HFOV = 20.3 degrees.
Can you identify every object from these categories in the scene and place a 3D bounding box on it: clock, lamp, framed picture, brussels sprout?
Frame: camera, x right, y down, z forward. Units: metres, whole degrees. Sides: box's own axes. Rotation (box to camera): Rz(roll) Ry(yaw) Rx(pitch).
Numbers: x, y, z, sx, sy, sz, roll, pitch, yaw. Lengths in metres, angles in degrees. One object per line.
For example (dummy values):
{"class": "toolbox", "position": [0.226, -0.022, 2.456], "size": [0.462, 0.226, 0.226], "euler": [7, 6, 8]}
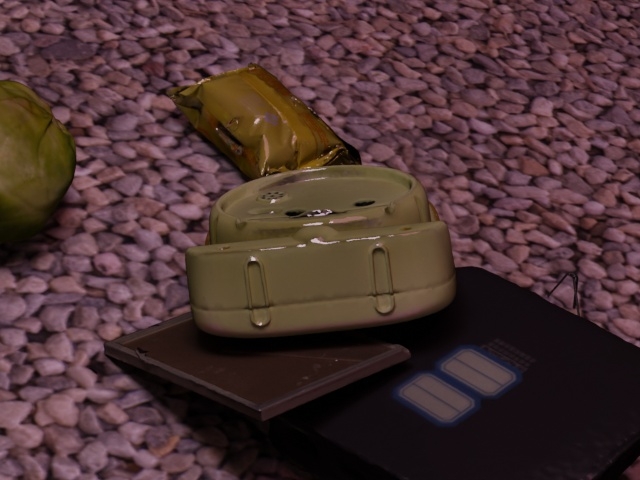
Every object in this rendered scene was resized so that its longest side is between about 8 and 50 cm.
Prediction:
{"class": "clock", "position": [0.000, 0.000, 2.005], "size": [0.286, 0.117, 0.348], "euler": [-6, 17, 2]}
{"class": "lamp", "position": [0.304, 0.096, 2.133], "size": [0.041, 0.054, 0.121], "euler": [7, 40, -13]}
{"class": "framed picture", "position": [-0.071, 0.116, 1.902], "size": [0.209, 0.019, 0.281], "euler": [-18, 23, -35]}
{"class": "brussels sprout", "position": [-0.379, -0.090, 2.024], "size": [0.223, 0.161, 0.223], "euler": [6, 45, -6]}

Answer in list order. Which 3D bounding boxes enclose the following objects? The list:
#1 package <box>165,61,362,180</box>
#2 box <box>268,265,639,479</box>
{"class": "package", "position": [-0.072, -0.145, 2.261], "size": [0.168, 0.090, 0.226], "euler": [-18, 52, -40]}
{"class": "box", "position": [0.165, 0.174, 1.881], "size": [0.359, 0.091, 0.350], "euler": [28, 46, 36]}
